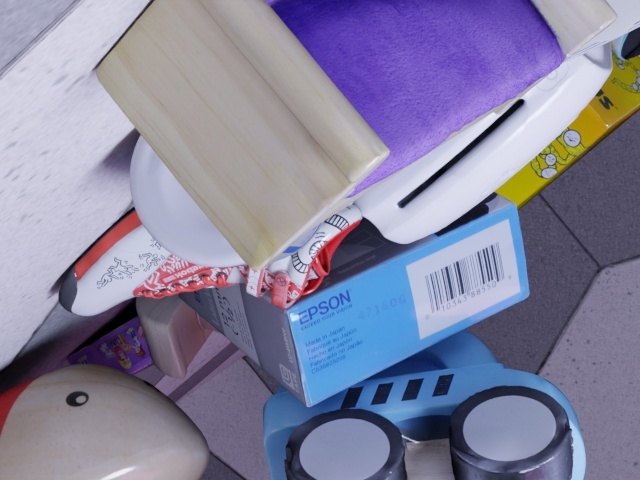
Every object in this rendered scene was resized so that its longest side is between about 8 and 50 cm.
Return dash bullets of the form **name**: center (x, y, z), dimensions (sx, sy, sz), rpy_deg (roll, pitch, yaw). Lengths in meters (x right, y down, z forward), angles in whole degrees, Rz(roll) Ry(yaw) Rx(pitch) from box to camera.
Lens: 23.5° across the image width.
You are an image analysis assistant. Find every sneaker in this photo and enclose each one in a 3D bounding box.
- **sneaker**: center (-0.091, 0.017, 1.299), dimensions (0.270, 0.145, 0.090), rpy_deg (-40, 175, 15)

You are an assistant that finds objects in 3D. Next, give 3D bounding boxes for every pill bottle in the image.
- **pill bottle**: center (-0.057, -0.042, 1.132), dimensions (0.124, 0.124, 0.221), rpy_deg (-39, 176, 5)

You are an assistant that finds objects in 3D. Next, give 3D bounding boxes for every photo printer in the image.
- **photo printer**: center (0.140, -0.138, 1.359), dimensions (0.256, 0.107, 0.307), rpy_deg (-41, -166, 25)

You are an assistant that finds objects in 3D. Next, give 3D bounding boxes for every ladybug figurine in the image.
- **ladybug figurine**: center (-0.308, 0.257, 1.576), dimensions (0.449, 0.161, 0.305), rpy_deg (-34, 163, 33)

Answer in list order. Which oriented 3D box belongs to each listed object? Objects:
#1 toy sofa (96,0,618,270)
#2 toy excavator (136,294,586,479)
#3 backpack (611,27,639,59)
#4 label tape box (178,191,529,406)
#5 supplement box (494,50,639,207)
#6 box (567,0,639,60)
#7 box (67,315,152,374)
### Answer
- **toy sofa**: center (0.055, -0.137, 0.928), dimensions (0.177, 0.150, 0.362), rpy_deg (-41, 175, 36)
- **toy excavator**: center (0.028, 0.162, 1.508), dimensions (0.433, 0.222, 0.445), rpy_deg (-8, -144, 5)
- **backpack**: center (0.349, -0.296, 1.657), dimensions (0.166, 0.144, 0.188), rpy_deg (-39, 153, -27)
- **label tape box**: center (0.000, 0.000, 1.506), dimensions (0.249, 0.115, 0.348), rpy_deg (-25, -148, -21)
- **supplement box**: center (0.209, -0.135, 1.889), dimensions (0.356, 0.194, 0.195), rpy_deg (-43, 174, 37)
- **box**: center (0.253, -0.249, 1.227), dimensions (0.113, 0.094, 0.275), rpy_deg (-25, -167, 36)
- **box**: center (-0.135, 0.078, 1.822), dimensions (0.293, 0.057, 0.201), rpy_deg (-30, 178, 14)
